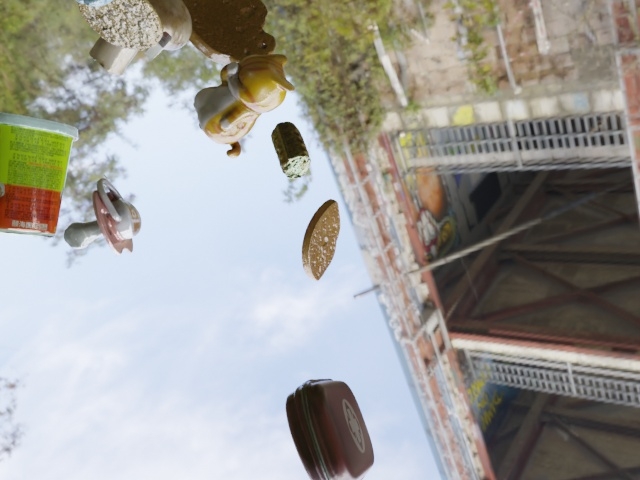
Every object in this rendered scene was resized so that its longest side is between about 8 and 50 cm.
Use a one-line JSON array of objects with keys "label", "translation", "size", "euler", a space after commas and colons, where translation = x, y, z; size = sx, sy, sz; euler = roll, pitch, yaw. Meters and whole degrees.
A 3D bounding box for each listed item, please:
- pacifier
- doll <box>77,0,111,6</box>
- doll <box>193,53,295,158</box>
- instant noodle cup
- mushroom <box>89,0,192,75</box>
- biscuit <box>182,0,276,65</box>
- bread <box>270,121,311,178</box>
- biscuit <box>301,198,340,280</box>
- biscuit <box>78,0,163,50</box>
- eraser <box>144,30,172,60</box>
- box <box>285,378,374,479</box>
[{"label": "pacifier", "translation": [-0.739, -0.055, 2.483], "size": [0.273, 0.220, 0.332], "euler": [-56, -179, 1]}, {"label": "doll", "translation": [-0.332, -0.447, 1.188], "size": [0.120, 0.075, 0.180], "euler": [27, -136, 26]}, {"label": "doll", "translation": [-0.200, -0.354, 1.798], "size": [0.270, 0.162, 0.166], "euler": [-39, -123, 31]}, {"label": "instant noodle cup", "translation": [-0.818, -0.166, 1.937], "size": [0.294, 0.307, 0.294], "euler": [4, 178, 0]}, {"label": "mushroom", "translation": [-0.533, -0.610, 2.072], "size": [0.290, 0.293, 0.292], "euler": [-59, -159, 14]}, {"label": "biscuit", "translation": [-0.319, -0.757, 2.507], "size": [0.074, 0.359, 0.381], "euler": [-36, -176, 44]}, {"label": "bread", "translation": [-0.101, -0.305, 2.342], "size": [0.098, 0.087, 0.269], "euler": [-55, -148, 25]}, {"label": "biscuit", "translation": [0.000, 0.000, 1.863], "size": [0.029, 0.220, 0.142], "euler": [17, -168, 31]}, {"label": "biscuit", "translation": [-0.486, -0.544, 1.740], "size": [0.220, 0.220, 0.033], "euler": [-4, -122, 32]}, {"label": "eraser", "translation": [-0.425, -0.512, 1.877], "size": [0.052, 0.029, 0.122], "euler": [-39, -159, 19]}, {"label": "box", "translation": [0.031, 0.457, 1.704], "size": [0.108, 0.263, 0.404], "euler": [-23, 167, 9]}]
